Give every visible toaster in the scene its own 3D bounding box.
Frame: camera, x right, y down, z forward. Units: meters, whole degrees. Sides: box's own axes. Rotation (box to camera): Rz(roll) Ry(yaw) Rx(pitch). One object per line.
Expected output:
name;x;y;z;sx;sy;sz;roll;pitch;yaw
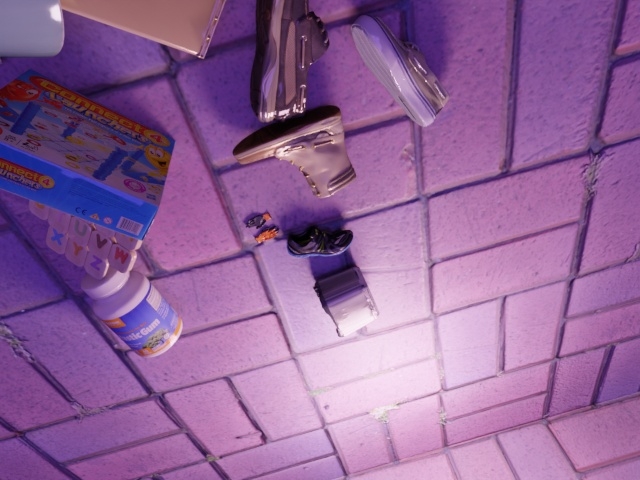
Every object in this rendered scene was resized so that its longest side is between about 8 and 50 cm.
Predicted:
toaster;0.080;0.177;1.286;0.147;0.129;0.226;-25;125;2

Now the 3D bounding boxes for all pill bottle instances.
pill bottle;-0.506;0.180;1.146;0.153;0.152;0.271;-22;128;4

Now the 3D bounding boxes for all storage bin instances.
storage bin;-0.279;-0.466;0.671;0.263;0.123;0.260;0;130;-47

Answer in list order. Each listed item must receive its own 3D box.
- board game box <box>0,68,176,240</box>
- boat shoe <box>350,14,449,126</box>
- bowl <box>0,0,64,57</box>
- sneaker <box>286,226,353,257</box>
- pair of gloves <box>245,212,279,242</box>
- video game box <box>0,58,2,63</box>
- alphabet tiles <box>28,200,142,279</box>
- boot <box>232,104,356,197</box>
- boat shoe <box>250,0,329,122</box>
board game box;-0.450;-0.169;0.807;0.309;0.301;0.086;24;117;-27
boat shoe;0.178;-0.377;0.927;0.094;0.109;0.302;-48;131;4
bowl;-0.509;-0.370;0.549;0.163;0.312;0.311;-44;136;-33
sneaker;0.000;0.000;1.173;0.189;0.067;0.078;-8;133;-3
pair of gloves;-0.156;-0.033;1.152;0.074;0.010;0.083;-25;126;7
video game box;-0.701;-0.324;0.714;0.187;0.205;0.048;-17;90;2
alphabet tiles;-0.537;-0.048;0.971;0.284;0.021;0.277;34;117;2
boot;-0.054;-0.184;1.014;0.262;0.095;0.203;-22;129;-1
boat shoe;-0.057;-0.403;0.844;0.131;0.132;0.355;-3;136;-22
